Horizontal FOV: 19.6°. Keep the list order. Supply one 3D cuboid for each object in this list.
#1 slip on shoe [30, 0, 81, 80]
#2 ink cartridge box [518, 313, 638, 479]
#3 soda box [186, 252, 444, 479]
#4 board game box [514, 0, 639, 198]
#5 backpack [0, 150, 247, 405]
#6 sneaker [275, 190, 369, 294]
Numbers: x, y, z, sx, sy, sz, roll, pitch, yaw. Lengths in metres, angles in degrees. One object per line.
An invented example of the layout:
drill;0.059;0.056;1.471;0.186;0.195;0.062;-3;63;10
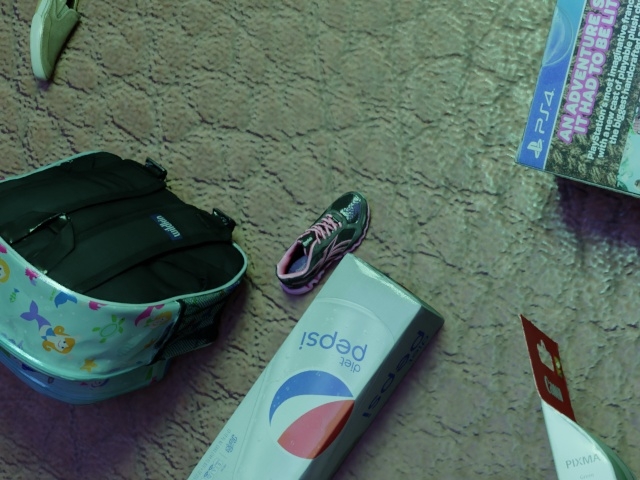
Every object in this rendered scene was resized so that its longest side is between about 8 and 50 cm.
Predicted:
slip on shoe;-0.267;-0.229;1.894;0.041;0.051;0.135;6;76;6
ink cartridge box;0.234;0.178;1.589;0.056;0.181;0.224;-14;75;14
soda box;-0.010;0.156;1.714;0.091;0.098;0.286;36;91;20
board game box;0.347;-0.144;1.605;0.291;0.141;0.232;17;101;19
backpack;-0.224;0.036;1.723;0.225;0.253;0.191;38;112;19
sneaker;0.000;0.000;1.761;0.047;0.057;0.119;40;92;22
